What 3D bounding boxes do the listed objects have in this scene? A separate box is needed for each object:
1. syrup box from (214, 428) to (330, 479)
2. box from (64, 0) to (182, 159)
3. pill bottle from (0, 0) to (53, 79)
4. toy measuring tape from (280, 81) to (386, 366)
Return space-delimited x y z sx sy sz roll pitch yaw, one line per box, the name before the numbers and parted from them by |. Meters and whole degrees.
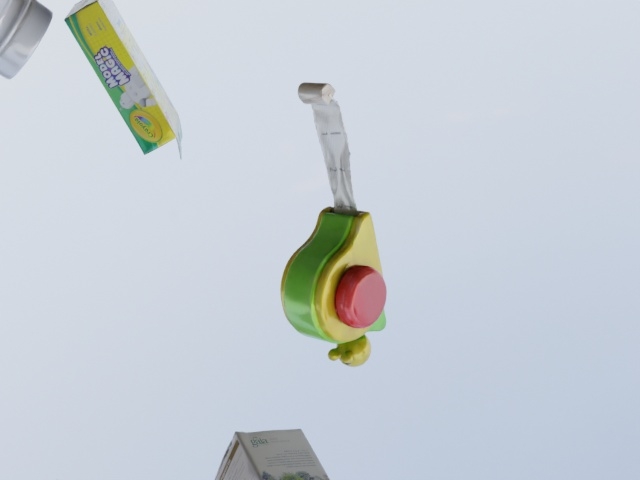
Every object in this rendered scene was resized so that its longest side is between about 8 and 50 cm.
syrup box | -0.031 0.331 1.224 0.093 0.096 0.237 4 -147 -33
box | -0.195 -0.165 1.091 0.043 0.179 0.105 -29 -159 5
pill bottle | -0.364 -0.242 1.036 0.112 0.187 0.112 -40 -149 30
toy measuring tape | 0.000 0.000 1.154 0.121 0.330 0.121 -10 -157 4
